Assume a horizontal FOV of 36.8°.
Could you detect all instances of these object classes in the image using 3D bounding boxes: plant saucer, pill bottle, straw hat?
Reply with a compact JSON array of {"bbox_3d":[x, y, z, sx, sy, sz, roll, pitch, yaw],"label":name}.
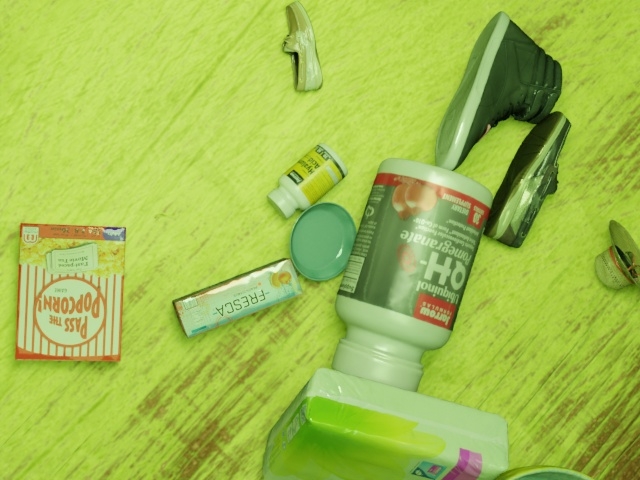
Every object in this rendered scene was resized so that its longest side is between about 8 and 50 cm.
[{"bbox_3d":[0.000,0.000,1.439,0.119,0.021,0.119,-7,103,-32],"label":"plant saucer"},{"bbox_3d":[0.124,0.055,1.402,0.176,0.176,0.318,19,86,-11],"label":"pill bottle"},{"bbox_3d":[-0.021,-0.086,1.429,0.116,0.065,0.065,-42,98,-9],"label":"pill bottle"},{"bbox_3d":[0.473,0.044,1.529,0.061,0.144,0.144,-33,98,30],"label":"straw hat"}]

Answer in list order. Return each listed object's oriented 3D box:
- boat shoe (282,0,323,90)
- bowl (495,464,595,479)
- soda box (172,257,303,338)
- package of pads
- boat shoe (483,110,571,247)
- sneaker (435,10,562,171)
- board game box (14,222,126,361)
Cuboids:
[{"bbox_3d":[-0.033,-0.289,1.435,0.045,0.050,0.135,-16,93,-17],"label":"boat shoe"},{"bbox_3d":[0.306,0.467,1.447,0.290,0.156,0.289,0,90,-12],"label":"bowl"},{"bbox_3d":[-0.122,0.083,1.408,0.183,0.063,0.058,-20,94,-11],"label":"soda box"},{"bbox_3d":[0.084,0.300,1.372,0.297,0.229,0.101,18,51,-12],"label":"package of pads"},{"bbox_3d":[0.332,-0.092,1.500,0.073,0.080,0.223,30,89,-16],"label":"boat shoe"},{"bbox_3d":[0.277,-0.200,1.443,0.147,0.104,0.295,30,63,-9],"label":"sneaker"},{"bbox_3d":[-0.354,0.074,1.369,0.147,0.045,0.193,2,90,-12],"label":"board game box"}]
